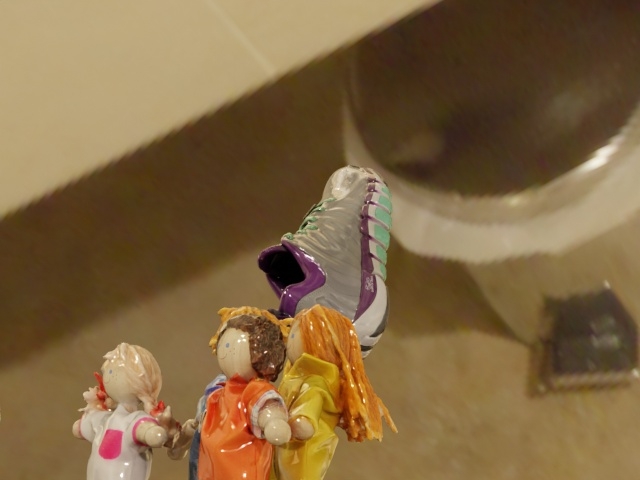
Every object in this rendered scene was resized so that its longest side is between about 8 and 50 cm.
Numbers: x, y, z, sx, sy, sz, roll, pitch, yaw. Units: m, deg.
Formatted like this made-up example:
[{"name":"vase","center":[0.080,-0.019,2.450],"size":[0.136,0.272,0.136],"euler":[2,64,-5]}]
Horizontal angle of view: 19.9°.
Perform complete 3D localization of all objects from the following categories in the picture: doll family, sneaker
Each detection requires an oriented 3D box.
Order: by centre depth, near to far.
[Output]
[{"name":"doll family","center":[-0.043,0.111,0.989],"size":[0.263,0.118,0.163],"euler":[-16,61,61]},{"name":"sneaker","center":[0.000,0.000,1.447],"size":[0.083,0.098,0.224],"euler":[-58,19,31]}]
